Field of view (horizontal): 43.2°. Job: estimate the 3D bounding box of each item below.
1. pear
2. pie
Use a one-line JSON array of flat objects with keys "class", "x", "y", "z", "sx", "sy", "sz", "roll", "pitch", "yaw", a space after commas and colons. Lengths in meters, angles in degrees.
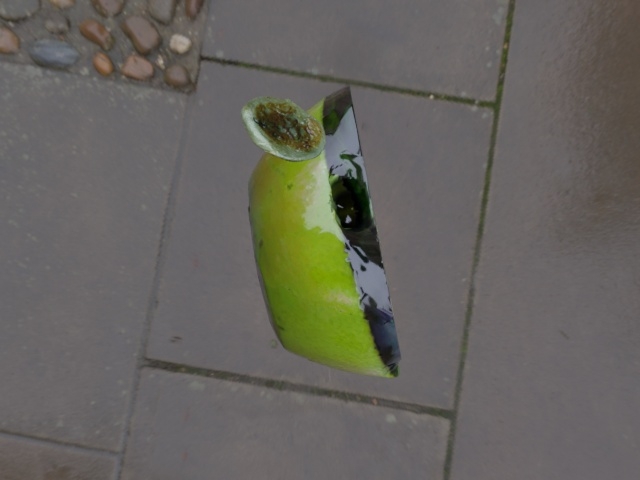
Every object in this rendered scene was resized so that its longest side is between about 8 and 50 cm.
[{"class": "pear", "x": -0.003, "y": 0.002, "z": 1.106, "sx": 0.165, "sy": 0.399, "sz": 0.399, "roll": -11, "pitch": 84, "yaw": 4}, {"class": "pie", "x": -0.032, "y": -0.102, "z": 0.739, "sx": 0.085, "sy": 0.017, "sz": 0.085, "roll": 18, "pitch": 45, "yaw": -19}]
